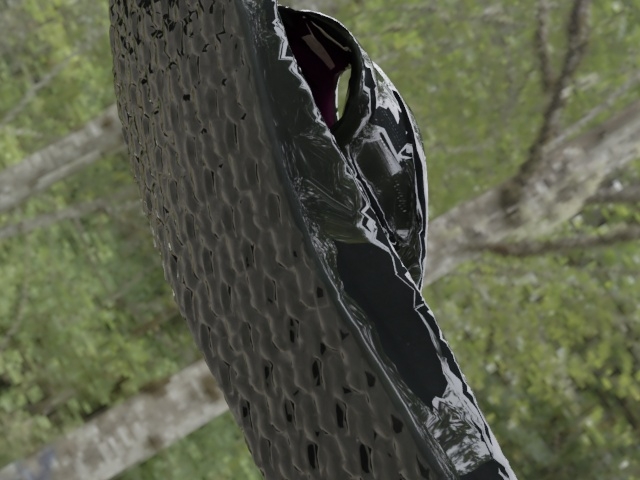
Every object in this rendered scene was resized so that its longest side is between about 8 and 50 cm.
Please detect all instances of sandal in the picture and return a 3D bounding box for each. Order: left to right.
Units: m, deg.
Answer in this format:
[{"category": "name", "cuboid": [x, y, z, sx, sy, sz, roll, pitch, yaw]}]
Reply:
[{"category": "sandal", "cuboid": [-0.001, 0.002, 0.670, 0.167, 0.107, 0.446, -47, -120, 49]}]
